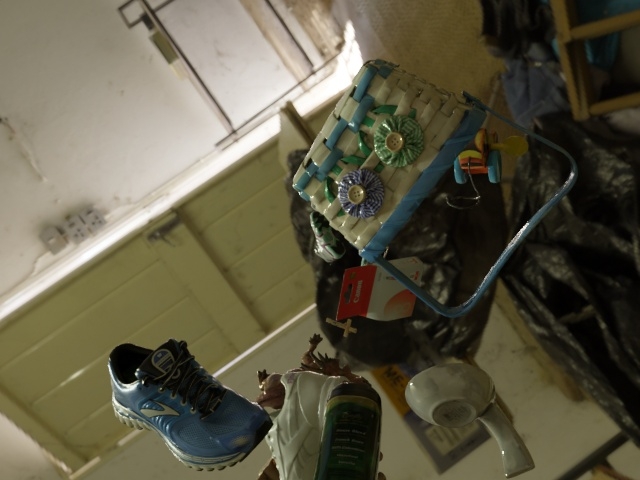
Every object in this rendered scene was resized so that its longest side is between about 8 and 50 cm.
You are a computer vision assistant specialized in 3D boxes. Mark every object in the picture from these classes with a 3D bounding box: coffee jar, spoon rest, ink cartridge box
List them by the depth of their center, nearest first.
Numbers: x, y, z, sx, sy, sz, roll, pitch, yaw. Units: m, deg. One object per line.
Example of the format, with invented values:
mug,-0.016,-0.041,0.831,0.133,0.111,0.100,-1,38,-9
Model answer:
coffee jar,0.037,0.274,0.859,0.184,0.079,0.096,-76,-13,-56
spoon rest,0.246,0.281,1.080,0.276,0.137,0.084,45,-153,-26
ink cartridge box,0.130,0.113,1.445,0.045,0.179,0.145,49,140,45

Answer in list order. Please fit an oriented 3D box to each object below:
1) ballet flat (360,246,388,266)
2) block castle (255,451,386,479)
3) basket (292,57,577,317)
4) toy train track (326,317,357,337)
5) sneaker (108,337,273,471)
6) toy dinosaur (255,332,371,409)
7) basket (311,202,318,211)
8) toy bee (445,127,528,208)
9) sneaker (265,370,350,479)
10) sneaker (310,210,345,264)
ballet flat,0.154,-0.001,1.834,0.072,0.068,0.213,108,172,-56
block castle,-0.054,0.599,1.342,0.213,0.303,0.453,43,-150,-1
basket,0.127,-0.067,0.828,0.289,0.255,0.201,31,-160,-5
toy train track,0.054,0.212,1.678,0.083,0.048,0.014,19,-167,20
sneaker,-0.220,0.243,1.037,0.330,0.130,0.147,10,126,31
toy dinosaur,-0.052,0.317,1.446,0.127,0.295,0.200,60,-178,-4
basket,0.081,-0.080,1.306,0.167,0.103,0.113,34,-150,-13
toy bee,0.348,-0.197,1.439,0.298,0.195,0.162,-85,-12,-68
sneaker,-0.030,0.371,1.155,0.152,0.305,0.114,10,-178,22
sneaker,0.000,0.000,1.222,0.098,0.038,0.069,62,146,13
